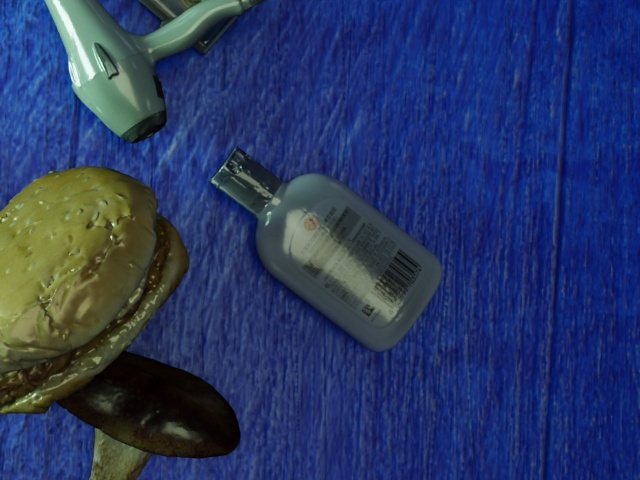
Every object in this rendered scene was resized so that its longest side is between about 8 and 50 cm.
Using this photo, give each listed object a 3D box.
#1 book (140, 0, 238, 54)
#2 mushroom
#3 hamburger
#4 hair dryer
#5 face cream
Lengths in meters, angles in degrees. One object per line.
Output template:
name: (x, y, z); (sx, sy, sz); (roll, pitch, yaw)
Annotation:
book: (-0.116, -0.474, 1.341); (0.300, 0.039, 0.428); (42, 77, -7)
mushroom: (-0.210, 0.238, 1.214); (0.227, 0.148, 0.217); (20, 101, 15)
hamburger: (-0.280, 0.046, 1.142); (0.283, 0.259, 0.144); (-57, 131, -20)
hair dryer: (-0.202, -0.272, 1.263); (0.229, 0.092, 0.267); (41, 86, -2)
face cream: (0.000, 0.000, 1.312); (0.291, 0.071, 0.144); (36, 77, -9)
